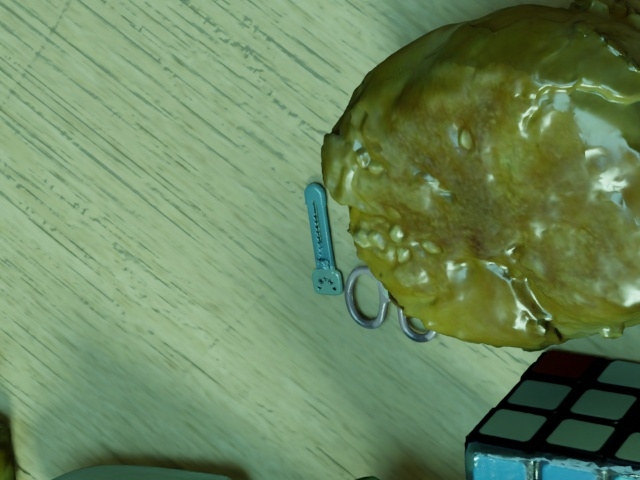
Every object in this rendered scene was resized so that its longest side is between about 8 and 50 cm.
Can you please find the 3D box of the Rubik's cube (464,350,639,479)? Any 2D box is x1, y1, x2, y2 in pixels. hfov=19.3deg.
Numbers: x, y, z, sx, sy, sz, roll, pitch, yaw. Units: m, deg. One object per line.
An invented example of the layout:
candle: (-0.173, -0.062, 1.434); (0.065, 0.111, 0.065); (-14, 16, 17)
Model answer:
Rubik's cube: (0.209, 0.191, 1.377); (0.162, 0.163, 0.161); (8, 116, 28)

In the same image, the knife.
knife: (0.000, 0.000, 1.496); (0.027, 0.010, 0.096); (3, 113, 27)

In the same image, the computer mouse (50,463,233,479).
computer mouse: (-0.156, 0.257, 1.665); (0.230, 0.079, 0.128); (-4, 118, 12)

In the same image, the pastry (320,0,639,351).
pastry: (0.157, -0.049, 1.295); (0.311, 0.162, 0.255); (-12, 117, 43)

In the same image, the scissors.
scissors: (0.057, -0.003, 1.456); (0.085, 0.022, 0.176); (15, 122, 26)

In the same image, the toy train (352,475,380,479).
toy train: (0.082, 0.374, 1.468); (0.369, 0.237, 0.150); (57, 151, -5)

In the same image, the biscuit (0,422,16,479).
biscuit: (-0.421, 0.218, 1.792); (0.335, 0.078, 0.329); (-25, 102, 37)
